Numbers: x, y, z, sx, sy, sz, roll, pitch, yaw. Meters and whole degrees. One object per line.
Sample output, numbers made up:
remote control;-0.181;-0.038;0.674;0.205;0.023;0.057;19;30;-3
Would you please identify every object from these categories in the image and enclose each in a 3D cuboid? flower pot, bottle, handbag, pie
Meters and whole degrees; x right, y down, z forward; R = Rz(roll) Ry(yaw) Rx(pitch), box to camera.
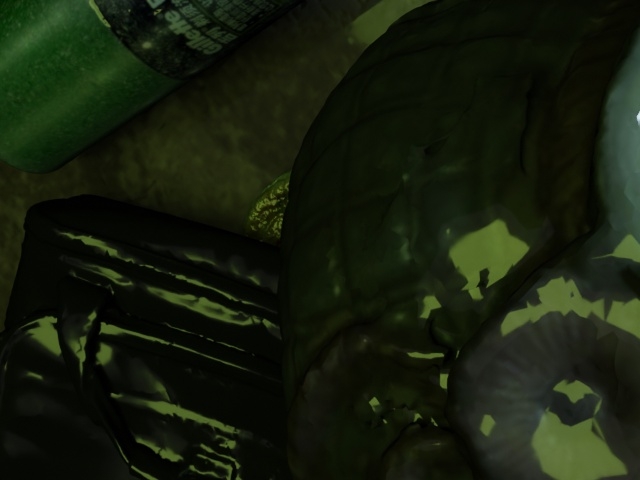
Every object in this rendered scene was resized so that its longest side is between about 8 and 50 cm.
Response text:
flower pot;0.128;0.036;0.616;0.213;0.302;0.302;-23;87;44
bottle;-0.035;-0.149;0.781;0.330;0.093;0.093;-32;83;23
handbag;-0.048;0.118;0.818;0.275;0.088;0.244;20;107;22
pie;0.000;0.002;0.824;0.084;0.021;0.084;2;96;20
